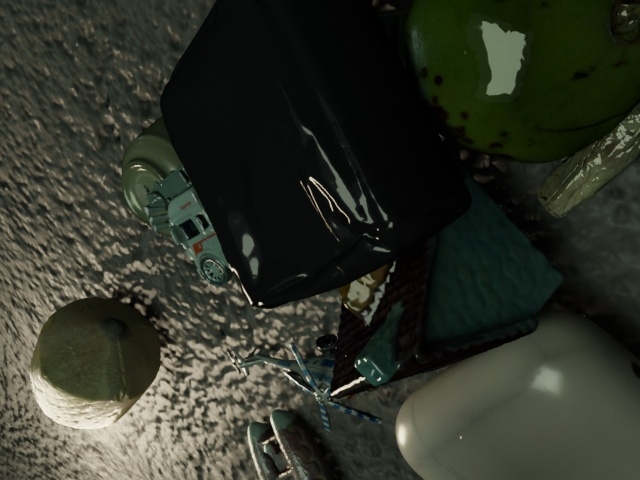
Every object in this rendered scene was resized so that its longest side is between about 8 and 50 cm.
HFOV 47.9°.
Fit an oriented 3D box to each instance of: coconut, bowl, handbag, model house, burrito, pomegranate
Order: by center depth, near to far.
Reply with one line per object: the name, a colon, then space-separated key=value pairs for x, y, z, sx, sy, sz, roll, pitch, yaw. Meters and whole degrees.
pomegranate: x=0.191 y=-0.199 z=0.716 sx=0.271 sy=0.254 sz=0.254 roll=6 pitch=117 yaw=46
handbag: x=-0.013 y=-0.098 z=0.748 sx=0.275 sy=0.178 sz=0.301 roll=-37 pitch=78 yaw=53
burrito: x=0.315 y=-0.097 z=0.804 sx=0.058 sy=0.045 sz=0.188 roll=30 pitch=130 yaw=-13
model house: x=0.089 y=0.080 z=0.875 sx=0.230 sy=0.249 sz=0.280 roll=48 pitch=151 yaw=4
bowl: x=-0.244 y=-0.092 z=1.166 sx=0.212 sy=0.112 sz=0.211 roll=18 pitch=124 yaw=29
coconut: x=-0.433 y=0.230 z=1.392 sx=0.239 sy=0.239 sz=0.244 roll=46 pitch=137 yaw=7

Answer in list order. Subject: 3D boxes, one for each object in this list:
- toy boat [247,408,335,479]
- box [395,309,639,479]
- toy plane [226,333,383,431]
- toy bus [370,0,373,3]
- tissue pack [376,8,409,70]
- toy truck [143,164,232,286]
toy boat: x=-0.060 y=0.424 z=1.297 sx=0.155 sy=0.085 sz=0.227 roll=-37 pitch=77 yaw=40
box: x=0.284 y=0.254 z=0.930 sx=0.289 sy=0.141 sz=0.349 roll=39 pitch=131 yaw=-4
toy plane: x=-0.016 y=0.219 z=1.191 sx=0.273 sy=0.107 sz=0.182 roll=-14 pitch=116 yaw=51
toy bus: x=-0.031 y=-0.433 z=0.787 sx=0.199 sy=0.184 sz=0.343 roll=33 pitch=129 yaw=35
tissue pack: x=0.011 y=-0.193 z=0.946 sx=0.257 sy=0.081 sz=0.185 roll=4 pitch=116 yaw=35
toy truck: x=-0.099 y=-0.063 z=0.972 sx=0.338 sy=0.133 sz=0.184 roll=-22 pitch=105 yaw=45
